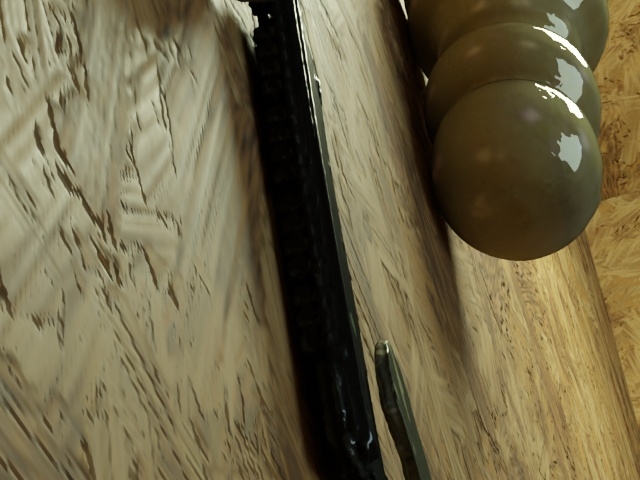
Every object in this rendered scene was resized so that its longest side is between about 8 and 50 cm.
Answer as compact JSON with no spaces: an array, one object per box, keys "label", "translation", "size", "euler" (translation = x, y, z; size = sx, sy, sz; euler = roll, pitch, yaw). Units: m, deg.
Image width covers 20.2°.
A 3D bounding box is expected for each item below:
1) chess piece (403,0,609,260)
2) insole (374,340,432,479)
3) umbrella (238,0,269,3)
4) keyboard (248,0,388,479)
[{"label":"chess piece","translation":[0.135,-0.105,1.291],"size":[0.299,0.167,0.167],"euler":[-84,156,-49]},{"label":"insole","translation":[0.057,0.159,0.741],"size":[0.081,0.011,0.248],"euler":[-79,153,-77]},{"label":"umbrella","translation":[-0.036,-0.239,0.779],"size":[0.073,0.067,0.337],"euler":[109,-23,-50]},{"label":"keyboard","translation":[-0.001,0.000,0.704],"size":[0.072,0.023,0.231],"euler":[71,8,-54]}]
